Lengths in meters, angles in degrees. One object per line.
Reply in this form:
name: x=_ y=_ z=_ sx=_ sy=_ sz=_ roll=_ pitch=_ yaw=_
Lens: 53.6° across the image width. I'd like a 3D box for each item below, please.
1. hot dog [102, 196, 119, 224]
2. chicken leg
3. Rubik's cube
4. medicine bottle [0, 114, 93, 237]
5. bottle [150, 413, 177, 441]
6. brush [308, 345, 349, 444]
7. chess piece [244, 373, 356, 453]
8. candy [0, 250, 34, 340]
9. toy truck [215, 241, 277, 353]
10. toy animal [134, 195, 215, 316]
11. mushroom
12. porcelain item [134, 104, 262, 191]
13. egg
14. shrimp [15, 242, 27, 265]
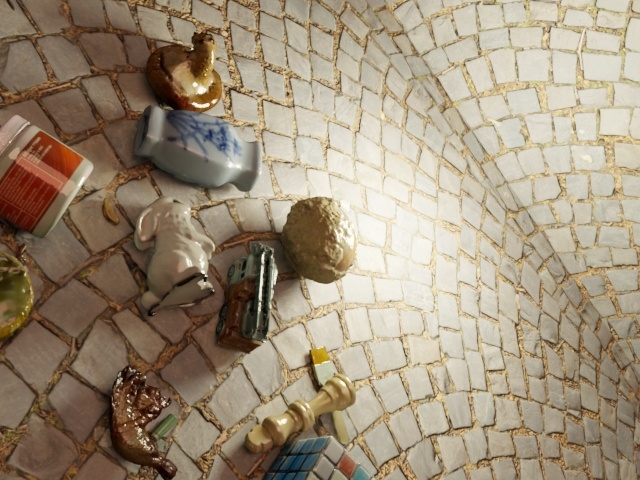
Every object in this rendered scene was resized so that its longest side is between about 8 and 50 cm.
hot dog: x=-0.640 y=-0.086 z=1.916 sx=0.034 sy=0.030 sz=0.090 roll=-25 pitch=86 yaw=-33
chicken leg: x=-0.486 y=0.499 z=1.721 sx=0.177 sy=0.083 sz=0.323 roll=1 pitch=68 yaw=-30
Rubik's cube: x=-0.015 y=0.758 z=1.857 sx=0.253 sy=0.256 sz=0.259 roll=46 pitch=50 yaw=-12
medicine bottle: x=-0.777 y=-0.167 z=1.698 sx=0.240 sy=0.252 sz=0.253 roll=35 pitch=52 yaw=-21
bottle: x=-0.441 y=0.527 z=1.786 sx=0.030 sy=0.030 sz=0.083 roll=51 pitch=49 yaw=-7
brush: x=0.034 y=0.529 z=2.161 sx=0.085 sy=0.020 sz=0.337 roll=-6 pitch=75 yaw=-40
chess piece: x=-0.067 y=0.556 z=2.004 sx=0.397 sy=0.117 sz=0.117 roll=-22 pitch=84 yaw=-35
candy: x=-0.859 y=0.139 z=1.591 sx=0.259 sy=0.118 sz=0.260 roll=17 pitch=57 yaw=-27
toy truck: x=-0.214 y=0.173 z=2.023 sx=0.132 sy=0.184 sz=0.339 roll=24 pitch=57 yaw=-28
toy animal: x=-0.458 y=0.026 z=1.926 sx=0.257 sy=0.194 sz=0.357 roll=-18 pitch=64 yaw=-18
mushroom: x=-0.461 y=-0.564 z=2.177 sx=0.267 sy=0.254 sz=0.268 roll=2 pitch=81 yaw=-12
porcelain item: x=-0.398 y=-0.304 z=2.105 sx=0.405 sy=0.178 sz=0.243 roll=17 pitch=60 yaw=-32
egg: x=0.000 y=0.000 z=2.223 sx=0.279 sy=0.279 sz=0.311 roll=-6 pitch=68 yaw=-39
shrimp: x=-0.811 y=0.044 z=1.717 sx=0.029 sy=0.038 sz=0.092 roll=17 pitch=60 yaw=-32
